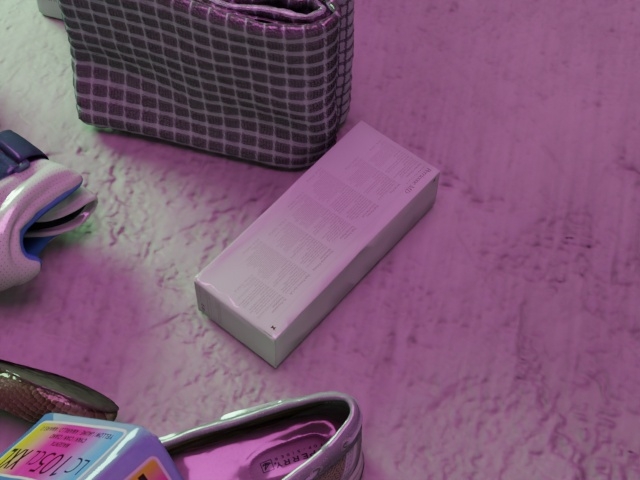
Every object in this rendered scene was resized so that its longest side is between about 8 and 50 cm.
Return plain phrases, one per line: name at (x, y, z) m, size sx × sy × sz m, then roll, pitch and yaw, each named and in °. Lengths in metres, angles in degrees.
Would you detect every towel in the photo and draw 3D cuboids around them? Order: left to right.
towel at (-0.112, -0.186, 1.199) m, size 0.283 × 0.235 × 0.121 m, roll 14°, pitch 63°, yaw 8°

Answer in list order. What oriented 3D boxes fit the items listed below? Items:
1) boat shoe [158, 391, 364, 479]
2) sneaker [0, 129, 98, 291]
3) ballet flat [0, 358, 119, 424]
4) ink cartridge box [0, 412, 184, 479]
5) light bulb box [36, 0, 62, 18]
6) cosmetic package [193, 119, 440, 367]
boat shoe at (-0.114, 0.204, 1.012) m, size 0.320 × 0.103 × 0.118 m, roll -17°, pitch 58°, yaw -12°
sneaker at (-0.322, -0.084, 1.207) m, size 0.236 × 0.130 × 0.323 m, roll 16°, pitch 45°, yaw -9°
ballet flat at (-0.292, 0.127, 1.085) m, size 0.249 × 0.084 × 0.058 m, roll 14°, pitch 86°, yaw 10°
ink cartridge box at (-0.213, 0.336, 0.786) m, size 0.395 × 0.270 × 0.151 m, roll -41°, pitch 21°, yaw -33°
light bulb box at (-0.154, -0.455, 1.300) m, size 0.225 × 0.361 × 0.358 m, roll 12°, pitch 56°, yaw 7°
cosmetic package at (0.000, 0.000, 1.177) m, size 0.099 × 0.060 × 0.239 m, roll 35°, pitch 62°, yaw 22°
